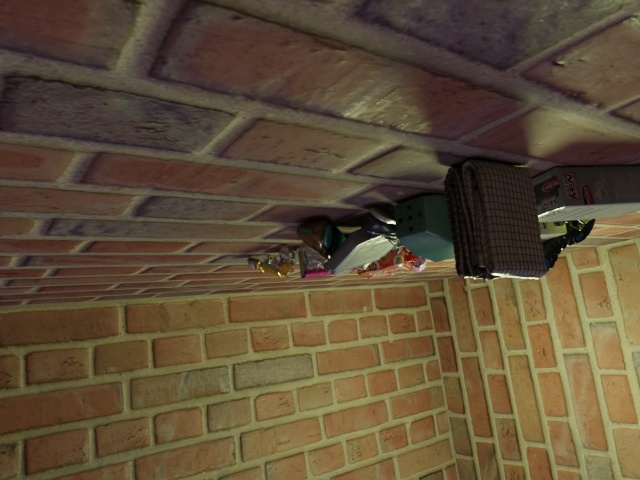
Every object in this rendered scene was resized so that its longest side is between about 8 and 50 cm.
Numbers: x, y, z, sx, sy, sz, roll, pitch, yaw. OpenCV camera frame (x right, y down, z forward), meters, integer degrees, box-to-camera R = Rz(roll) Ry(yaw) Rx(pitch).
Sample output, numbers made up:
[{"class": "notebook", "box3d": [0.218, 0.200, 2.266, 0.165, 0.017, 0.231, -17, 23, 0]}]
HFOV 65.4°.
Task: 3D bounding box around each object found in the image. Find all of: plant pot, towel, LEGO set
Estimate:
[{"class": "plant pot", "box3d": [0.334, -0.047, 1.478, 0.234, 0.165, 0.165, 14, 158, -43]}, {"class": "towel", "box3d": [0.420, -0.042, 1.201, 0.235, 0.283, 0.121, 2, 167, -37]}, {"class": "LEGO set", "box3d": [-0.168, 0.071, 1.996, 0.132, 0.107, 0.287, 40, 150, -26]}]

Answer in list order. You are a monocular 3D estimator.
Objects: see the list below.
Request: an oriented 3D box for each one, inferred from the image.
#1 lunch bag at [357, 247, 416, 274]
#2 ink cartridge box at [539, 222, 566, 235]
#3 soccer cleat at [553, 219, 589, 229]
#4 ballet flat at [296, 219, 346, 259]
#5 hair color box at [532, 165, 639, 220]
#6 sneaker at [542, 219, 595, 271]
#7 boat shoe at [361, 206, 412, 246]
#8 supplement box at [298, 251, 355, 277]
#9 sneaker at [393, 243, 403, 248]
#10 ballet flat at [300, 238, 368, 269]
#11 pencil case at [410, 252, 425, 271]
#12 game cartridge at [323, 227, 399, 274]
[{"class": "lunch bag", "box3d": [0.313, 0.100, 2.307, 0.258, 0.120, 0.293, -11, 168, 17]}, {"class": "ink cartridge box", "box3d": [0.688, -0.050, 1.778, 0.278, 0.117, 0.201, -4, 169, -18]}, {"class": "soccer cleat", "box3d": [0.870, -0.092, 1.668, 0.289, 0.121, 0.093, -2, 168, -27]}, {"class": "ballet flat", "box3d": [0.000, 0.000, 1.655, 0.124, 0.116, 0.342, 11, 174, 16]}, {"class": "hair color box", "box3d": [0.764, -0.131, 1.420, 0.374, 0.113, 0.185, -4, 169, -19]}, {"class": "sneaker", "box3d": [0.898, -0.024, 1.908, 0.341, 0.139, 0.125, -39, 126, -3]}, {"class": "boat shoe", "box3d": [0.215, -0.037, 1.533, 0.254, 0.095, 0.079, 11, 119, -55]}, {"class": "supplement box", "box3d": [0.027, 0.084, 2.059, 0.220, 0.111, 0.114, -6, 169, -10]}, {"class": "sneaker", "box3d": [0.352, -0.027, 1.809, 0.258, 0.094, 0.091, -6, -172, 19]}, {"class": "ballet flat", "box3d": [0.105, 0.053, 1.896, 0.409, 0.147, 0.147, -2, 168, -30]}, {"class": "pencil case", "box3d": [0.506, 0.110, 2.578, 0.086, 0.088, 0.206, -8, 170, 13]}, {"class": "game cartridge", "box3d": [0.161, 0.016, 1.669, 0.297, 0.062, 0.198, -13, 147, -47]}]
